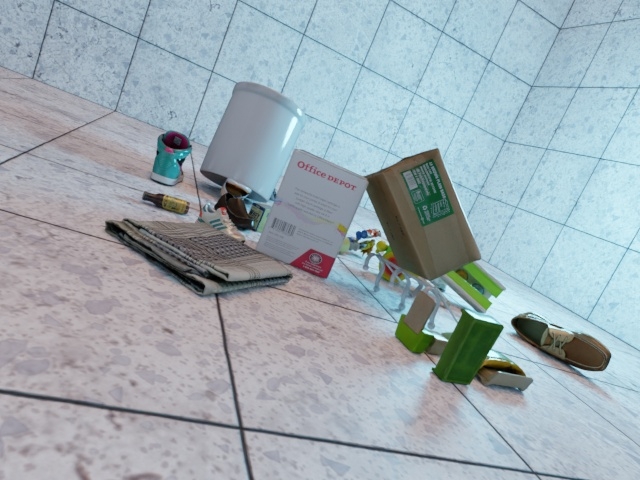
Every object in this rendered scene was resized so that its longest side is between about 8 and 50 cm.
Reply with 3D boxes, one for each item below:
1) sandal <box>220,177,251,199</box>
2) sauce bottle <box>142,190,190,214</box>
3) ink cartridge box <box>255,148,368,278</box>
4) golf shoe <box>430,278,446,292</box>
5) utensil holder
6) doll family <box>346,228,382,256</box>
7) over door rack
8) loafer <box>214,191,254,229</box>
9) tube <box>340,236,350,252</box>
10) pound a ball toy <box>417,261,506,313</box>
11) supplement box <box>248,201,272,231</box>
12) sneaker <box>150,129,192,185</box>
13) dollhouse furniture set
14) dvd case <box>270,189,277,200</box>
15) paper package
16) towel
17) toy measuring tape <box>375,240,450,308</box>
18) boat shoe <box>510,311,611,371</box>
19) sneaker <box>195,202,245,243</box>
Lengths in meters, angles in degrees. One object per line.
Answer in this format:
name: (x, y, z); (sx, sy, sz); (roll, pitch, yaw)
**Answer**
sandal: (-0.339, -0.178, 1.762); (0.101, 0.076, 0.265); (26, -9, -17)
sauce bottle: (-0.438, -0.108, 1.291); (0.128, 0.042, 0.042); (15, 14, -30)
ink cartridge box: (-0.022, -0.078, 1.302); (0.226, 0.306, 0.131); (24, 11, -1)
golf shoe: (0.475, 0.146, 1.847); (0.069, 0.086, 0.176); (19, 10, -14)
utensil holder: (-0.281, -0.392, 1.869); (0.327, 0.386, 0.327); (23, -7, 3)
doll family: (0.123, 0.002, 1.811); (0.262, 0.119, 0.163); (9, 8, 32)
over door rack: (0.284, 0.170, 1.339); (0.324, 0.108, 0.239); (32, 1, -45)
loafer: (-0.279, -0.101, 1.478); (0.080, 0.078, 0.220); (13, 15, -44)
tube: (0.000, 0.000, 1.643); (0.240, 0.062, 0.070); (9, -23, -36)
pound a ball toy: (0.491, 0.149, 1.705); (0.319, 0.208, 0.136); (41, -3, 4)
supplement box: (-0.194, -0.075, 1.515); (0.056, 0.083, 0.083); (30, 12, 32)
sneaker: (-0.546, -0.315, 1.679); (0.123, 0.179, 0.295); (20, 11, -16)
dollhouse furniture set: (0.359, 0.224, 1.063); (0.301, 0.151, 0.197); (17, 12, -30)
dvd case: (-0.297, -0.280, 2.133); (0.179, 0.030, 0.239); (27, -18, 13)
paper package: (0.279, -0.074, 1.310); (0.309, 0.168, 0.325); (-146, -148, -82)
towel: (-0.257, 0.020, 1.019); (0.312, 0.056, 0.324); (28, 13, 23)
toy measuring tape: (0.303, 0.136, 1.596); (0.330, 0.121, 0.121); (47, 14, 4)
boat shoe: (0.787, 0.340, 1.531); (0.119, 0.123, 0.324); (9, 9, -35)
sneaker: (-0.270, -0.049, 1.257); (0.161, 0.075, 0.057); (27, 12, 19)
